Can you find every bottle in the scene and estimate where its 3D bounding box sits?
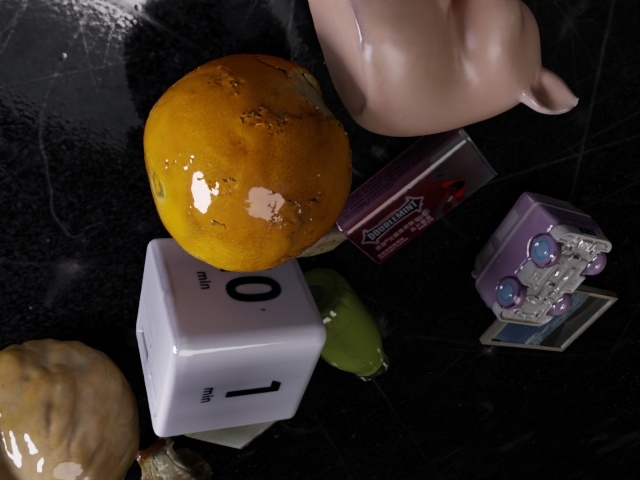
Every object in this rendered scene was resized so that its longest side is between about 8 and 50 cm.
[{"bbox_3d":[0.040,0.153,1.102,0.112,0.112,0.260,-31,136,6],"label":"bottle"}]

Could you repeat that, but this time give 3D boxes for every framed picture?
[{"bbox_3d":[0.472,0.156,1.366,0.259,0.023,0.189,11,128,-32],"label":"framed picture"}]

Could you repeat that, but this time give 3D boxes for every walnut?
[{"bbox_3d":[-0.397,0.281,0.920,0.296,0.285,0.285,-31,136,-3],"label":"walnut"}]

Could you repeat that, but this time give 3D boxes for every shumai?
[{"bbox_3d":[-0.275,0.415,1.217,0.145,0.145,0.116,-15,98,-11],"label":"shumai"}]

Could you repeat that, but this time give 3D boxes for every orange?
[{"bbox_3d":[-0.079,-0.083,0.740,0.239,0.240,0.240,-13,135,-13],"label":"orange"}]

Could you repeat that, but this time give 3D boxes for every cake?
[{"bbox_3d":[0.000,0.000,0.982,0.121,0.065,0.052,20,123,-44],"label":"cake"}]

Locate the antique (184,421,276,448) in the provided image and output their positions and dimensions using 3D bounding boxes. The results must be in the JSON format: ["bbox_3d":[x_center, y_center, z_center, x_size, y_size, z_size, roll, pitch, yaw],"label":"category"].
[{"bbox_3d":[-0.146,0.220,1.053,0.146,0.152,0.148,-42,136,19],"label":"antique"}]

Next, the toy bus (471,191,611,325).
[{"bbox_3d":[0.360,0.034,1.111,0.141,0.142,0.203,10,125,-31],"label":"toy bus"}]

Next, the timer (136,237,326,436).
[{"bbox_3d":[-0.128,0.121,0.883,0.194,0.192,0.194,-2,134,-24],"label":"timer"}]

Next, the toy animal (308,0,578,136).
[{"bbox_3d":[0.121,-0.228,0.743,0.256,0.195,0.213,-13,112,-14],"label":"toy animal"}]

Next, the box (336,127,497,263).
[{"bbox_3d":[0.135,-0.070,0.969,0.224,0.069,0.120,-37,135,13],"label":"box"}]
